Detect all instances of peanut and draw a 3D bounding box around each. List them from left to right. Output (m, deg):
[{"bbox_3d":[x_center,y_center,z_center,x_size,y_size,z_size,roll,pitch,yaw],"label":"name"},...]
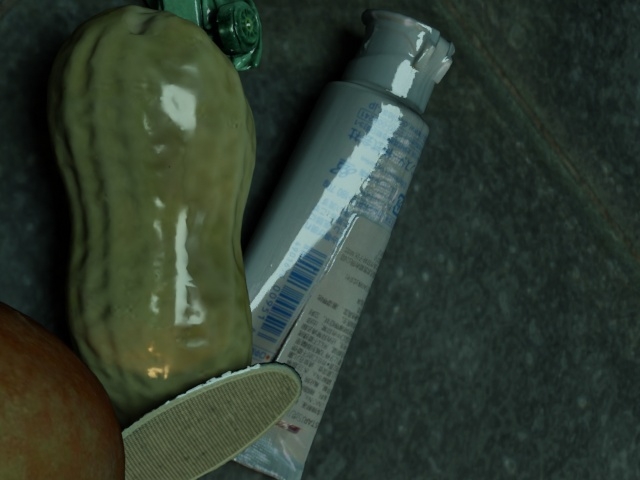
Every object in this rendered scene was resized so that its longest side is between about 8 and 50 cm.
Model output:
[{"bbox_3d":[-0.090,-0.006,0.911,0.123,0.123,0.256,-13,103,-38],"label":"peanut"}]

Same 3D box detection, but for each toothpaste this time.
[{"bbox_3d":[0.000,0.000,1.016,0.114,0.073,0.299,29,81,-35],"label":"toothpaste"}]

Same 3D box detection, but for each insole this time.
[{"bbox_3d":[-0.111,0.134,0.888,0.232,0.003,0.080,-32,140,-6],"label":"insole"}]

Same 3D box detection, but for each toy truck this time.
[{"bbox_3d":[-0.075,-0.175,0.952,0.078,0.080,0.154,-24,107,-64],"label":"toy truck"}]

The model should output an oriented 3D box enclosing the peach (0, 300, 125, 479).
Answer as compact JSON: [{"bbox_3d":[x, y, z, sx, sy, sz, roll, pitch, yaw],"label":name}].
[{"bbox_3d":[-0.203,0.137,0.746,0.252,0.252,0.252,0,90,-39],"label":"peach"}]
